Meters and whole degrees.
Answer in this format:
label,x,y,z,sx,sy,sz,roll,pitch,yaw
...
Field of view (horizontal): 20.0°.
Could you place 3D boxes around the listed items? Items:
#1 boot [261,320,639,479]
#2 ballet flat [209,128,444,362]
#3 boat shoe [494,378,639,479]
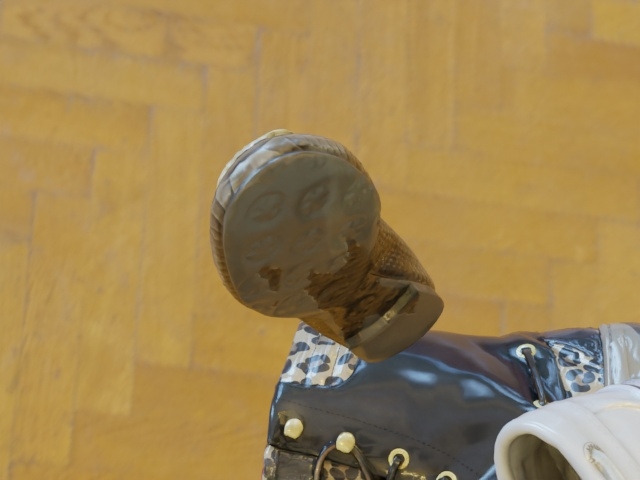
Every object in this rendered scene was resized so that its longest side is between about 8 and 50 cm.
label,x,y,z,sx,sy,sz,roll,pitch,yaw
boot,0.097,0.197,1.344,0.284,0.138,0.377,6,47,8
ballet flat,0.000,0.000,0.874,0.084,0.250,0.058,-38,65,5
boat shoe,0.131,0.175,0.612,0.088,0.096,0.267,-5,72,-35
